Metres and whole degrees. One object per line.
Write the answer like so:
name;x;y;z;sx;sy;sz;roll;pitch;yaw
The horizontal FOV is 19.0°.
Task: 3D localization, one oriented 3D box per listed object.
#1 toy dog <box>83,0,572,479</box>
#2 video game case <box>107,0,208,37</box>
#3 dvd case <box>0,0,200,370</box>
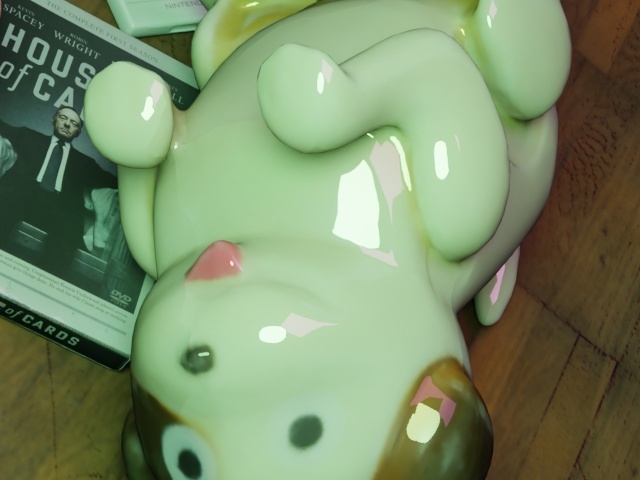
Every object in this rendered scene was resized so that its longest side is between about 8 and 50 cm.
toy dog;0.000;0.000;1.201;0.284;0.395;0.408;2;50;19
video game case;-0.111;-0.224;1.399;0.143;0.019;0.157;-12;70;-38
dvd case;-0.175;-0.052;1.248;0.179;0.029;0.239;27;52;-18
